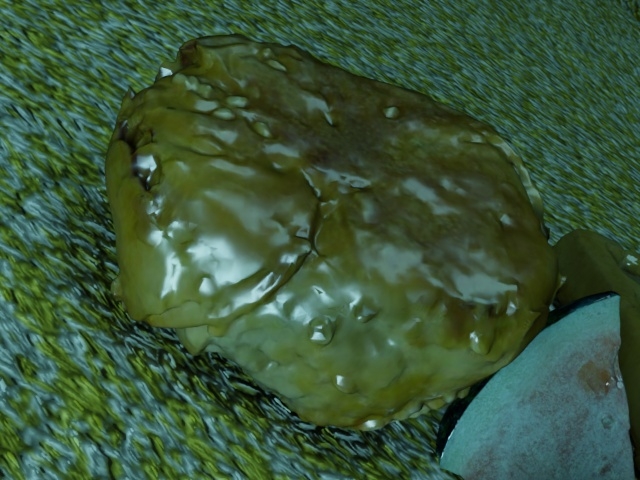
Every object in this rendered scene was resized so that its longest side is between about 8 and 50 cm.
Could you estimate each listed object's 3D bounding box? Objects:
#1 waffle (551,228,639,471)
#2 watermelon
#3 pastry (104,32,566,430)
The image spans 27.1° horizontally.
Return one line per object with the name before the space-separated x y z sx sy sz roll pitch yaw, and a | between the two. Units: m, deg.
waffle | 0.376 0.142 1.255 0.304 0.077 0.348 24 27 -26
watermelon | 0.167 0.149 1.002 0.207 0.136 0.202 47 40 -69
pastry | 0.000 0.000 0.889 0.311 0.162 0.255 25 46 -4
